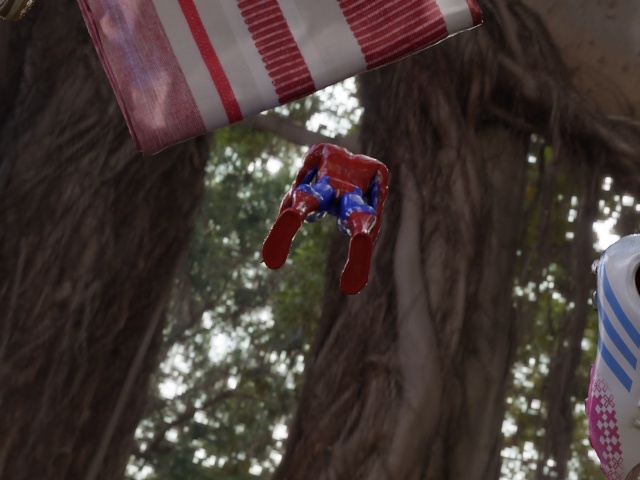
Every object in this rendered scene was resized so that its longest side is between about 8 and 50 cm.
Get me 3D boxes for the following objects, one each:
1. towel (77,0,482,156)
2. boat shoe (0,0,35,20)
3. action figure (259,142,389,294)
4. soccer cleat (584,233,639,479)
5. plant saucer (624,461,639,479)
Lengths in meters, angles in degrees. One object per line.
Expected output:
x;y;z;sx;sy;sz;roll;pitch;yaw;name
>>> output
-0.048;-0.239;0.916;0.328;0.237;0.037;-22;-7;-7;towel
-0.334;-0.349;1.283;0.068;0.190;0.072;26;-3;41;boat shoe
0.000;0.000;0.868;0.091;0.280;0.139;20;-69;0;action figure
0.399;0.154;1.257;0.116;0.332;0.143;0;-6;-23;soccer cleat
0.290;0.261;0.784;0.198;0.036;0.199;44;-34;40;plant saucer
